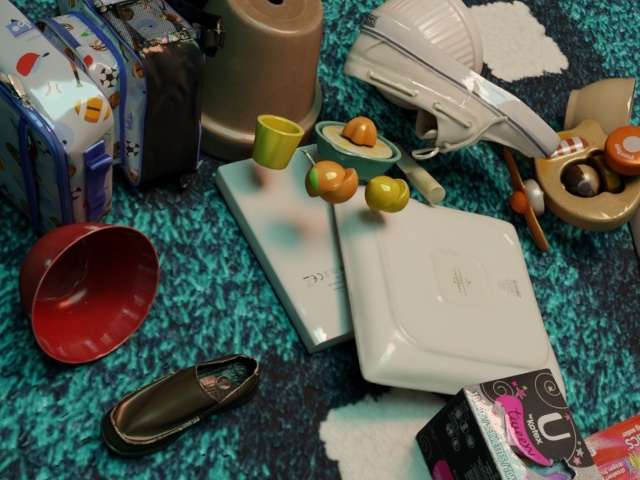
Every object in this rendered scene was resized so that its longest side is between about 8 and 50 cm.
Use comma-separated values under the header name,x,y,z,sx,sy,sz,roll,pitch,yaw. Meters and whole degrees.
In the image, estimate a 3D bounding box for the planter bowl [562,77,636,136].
name,x,y,z,sx,sy,sz,roll,pitch,yaw
planter bowl,0.496,-0.215,1.643,0.109,0.162,0.162,10,48,19

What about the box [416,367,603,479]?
name,x,y,z,sx,sy,sz,roll,pitch,yaw
box,0.252,0.311,1.148,0.142,0.163,0.247,-9,61,-25

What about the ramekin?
name,x,y,z,sx,sy,sz,roll,pitch,yaw
ramekin,0.160,-0.318,1.537,0.109,0.207,0.207,-33,73,-26

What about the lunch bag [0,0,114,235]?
name,x,y,z,sx,sy,sz,roll,pitch,yaw
lunch bag,-0.351,-0.134,1.123,0.115,0.303,0.243,-39,77,-25

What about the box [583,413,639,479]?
name,x,y,z,sx,sy,sz,roll,pitch,yaw
box,0.438,0.313,1.250,0.257,0.122,0.128,-14,63,-30

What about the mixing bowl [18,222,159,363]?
name,x,y,z,sx,sy,sz,roll,pitch,yaw
mixing bowl,-0.299,0.049,1.124,0.098,0.181,0.181,26,44,36

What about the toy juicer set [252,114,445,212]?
name,x,y,z,sx,sy,sz,roll,pitch,yaw
toy juicer set,0.077,-0.121,1.336,0.329,0.089,0.209,-4,33,-44

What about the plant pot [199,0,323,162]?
name,x,y,z,sx,sy,sz,roll,pitch,yaw
plant pot,-0.099,-0.281,1.383,0.263,0.229,0.263,11,54,-16

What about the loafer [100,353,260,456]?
name,x,y,z,sx,sy,sz,roll,pitch,yaw
loafer,-0.166,0.186,1.119,0.220,0.078,0.080,-25,69,-34

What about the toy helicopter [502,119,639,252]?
name,x,y,z,sx,sy,sz,roll,pitch,yaw
toy helicopter,0.369,-0.134,1.543,0.235,0.140,0.355,-42,61,-15

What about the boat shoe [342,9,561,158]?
name,x,y,z,sx,sy,sz,roll,pitch,yaw
boat shoe,0.191,-0.191,1.408,0.367,0.156,0.136,29,9,-19

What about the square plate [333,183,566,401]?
name,x,y,z,sx,sy,sz,roll,pitch,yaw
square plate,0.192,0.067,1.331,0.344,0.049,0.347,12,49,-25

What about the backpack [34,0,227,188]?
name,x,y,z,sx,sy,sz,roll,pitch,yaw
backpack,-0.279,-0.233,1.274,0.213,0.276,0.263,-11,49,-30

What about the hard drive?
name,x,y,z,sx,sy,sz,roll,pitch,yaw
hard drive,0.000,0.000,1.344,0.203,0.040,0.307,-16,64,-31

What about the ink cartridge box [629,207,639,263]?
name,x,y,z,sx,sy,sz,roll,pitch,yaw
ink cartridge box,0.628,0.037,1.544,0.158,0.092,0.218,11,54,-15
